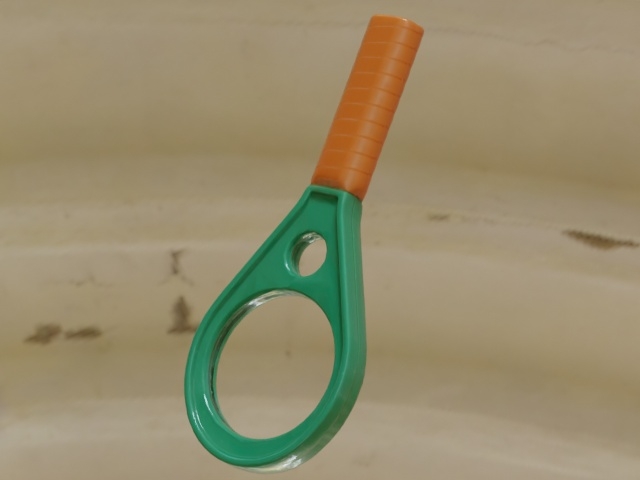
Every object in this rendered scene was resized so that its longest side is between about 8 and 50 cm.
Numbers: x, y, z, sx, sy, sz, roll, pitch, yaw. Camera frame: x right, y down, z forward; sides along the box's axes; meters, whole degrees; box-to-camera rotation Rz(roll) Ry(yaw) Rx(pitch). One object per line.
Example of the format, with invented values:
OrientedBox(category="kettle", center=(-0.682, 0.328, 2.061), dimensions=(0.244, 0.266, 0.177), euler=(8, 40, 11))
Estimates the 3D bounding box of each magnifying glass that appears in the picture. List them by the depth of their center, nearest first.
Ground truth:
OrientedBox(category="magnifying glass", center=(0.000, 0.000, 0.767), dimensions=(0.092, 0.026, 0.231), euler=(13, -101, 36))
